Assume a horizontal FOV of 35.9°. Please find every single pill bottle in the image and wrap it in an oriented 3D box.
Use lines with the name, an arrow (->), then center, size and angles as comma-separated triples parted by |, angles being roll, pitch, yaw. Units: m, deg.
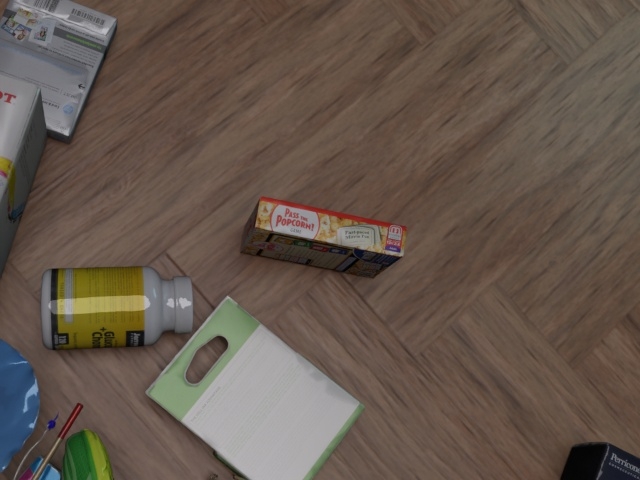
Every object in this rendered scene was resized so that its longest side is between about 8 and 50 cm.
pill bottle -> -0.257, 0.084, 1.248 | 0.184, 0.103, 0.103 | -1, 77, -12

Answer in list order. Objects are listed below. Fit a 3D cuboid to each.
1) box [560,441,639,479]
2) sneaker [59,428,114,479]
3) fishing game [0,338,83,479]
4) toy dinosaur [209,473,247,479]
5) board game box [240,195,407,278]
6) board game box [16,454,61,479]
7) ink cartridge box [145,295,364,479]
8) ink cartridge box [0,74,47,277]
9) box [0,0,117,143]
box -> 0.389, 0.393, 1.313 | 0.153, 0.108, 0.207 | 26, 73, -5
sneaker -> -0.291, 0.351, 1.073 | 0.124, 0.109, 0.295 | 10, 73, -11
fishing game -> -0.412, 0.204, 1.150 | 0.264, 0.041, 0.189 | 22, 70, 18
toy dinosaur -> -0.113, 0.340, 1.209 | 0.053, 0.183, 0.092 | 48, 55, -34
board game box -> 0.000, 0.000, 1.303 | 0.194, 0.147, 0.045 | 11, 75, -10
board game box -> -0.347, 0.438, 1.147 | 0.224, 0.097, 0.303 | 40, 71, -1
ink cartridge box -> -0.084, 0.211, 1.282 | 0.235, 0.056, 0.171 | 39, 71, 2
ink cartridge box -> -0.467, -0.064, 1.189 | 0.198, 0.197, 0.270 | 17, 74, -7
box -> -0.375, -0.241, 1.337 | 0.145, 0.038, 0.186 | 19, 72, -7
